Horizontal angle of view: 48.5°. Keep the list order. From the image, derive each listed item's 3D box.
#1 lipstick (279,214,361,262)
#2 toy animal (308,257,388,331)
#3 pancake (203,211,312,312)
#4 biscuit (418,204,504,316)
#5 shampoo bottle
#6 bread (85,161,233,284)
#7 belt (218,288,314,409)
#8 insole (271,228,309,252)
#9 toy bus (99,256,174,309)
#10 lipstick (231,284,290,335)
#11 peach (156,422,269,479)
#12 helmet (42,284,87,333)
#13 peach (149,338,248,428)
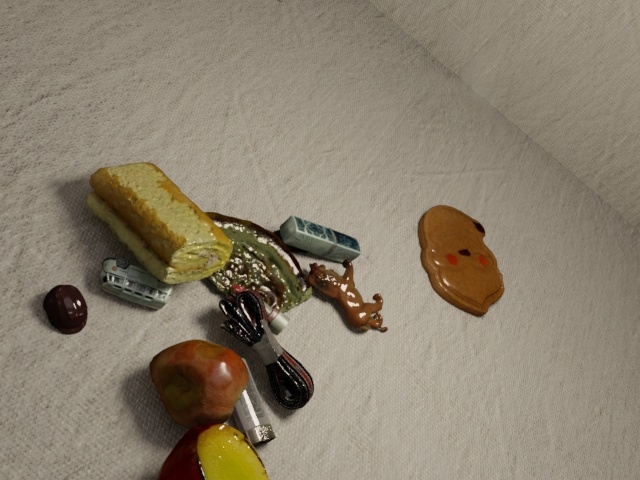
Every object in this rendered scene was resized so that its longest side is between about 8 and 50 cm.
[{"bbox_3d":[0.000,0.000,2.218,0.290,0.076,0.077,18,43,-40],"label":"lipstick"},{"bbox_3d":[0.083,0.178,2.183,0.157,0.097,0.312,-34,83,-39],"label":"toy animal"},{"bbox_3d":[-0.219,0.063,2.055,0.427,0.067,0.305,47,47,-3],"label":"pancake"},{"bbox_3d":[0.509,0.065,2.585,0.350,0.078,0.455,3,57,-29],"label":"biscuit"},{"bbox_3d":[-0.193,0.416,1.826,0.086,0.056,0.227,-7,62,-42],"label":"shampoo bottle"},{"bbox_3d":[-0.426,-0.054,1.891,0.375,0.165,0.237,40,28,23],"label":"bread"},{"bbox_3d":[-0.139,0.289,1.895,0.359,0.126,0.094,54,7,1],"label":"belt"},{"bbox_3d":[-0.097,0.006,2.234,0.309,0.012,0.110,-16,73,-41],"label":"insole"},{"bbox_3d":[-0.477,0.113,1.836,0.194,0.087,0.089,23,57,-21],"label":"toy bus"},{"bbox_3d":[-0.172,0.181,1.970,0.186,0.063,0.057,41,60,-1],"label":"lipstick"},{"bbox_3d":[-0.245,0.547,1.562,0.245,0.248,0.274,-22,75,-1],"label":"peach"},{"bbox_3d":[-0.610,0.158,1.716,0.098,0.070,0.123,-26,74,-45],"label":"helmet"},{"bbox_3d":[-0.301,0.341,1.712,0.236,0.214,0.214,23,45,5],"label":"peach"}]
